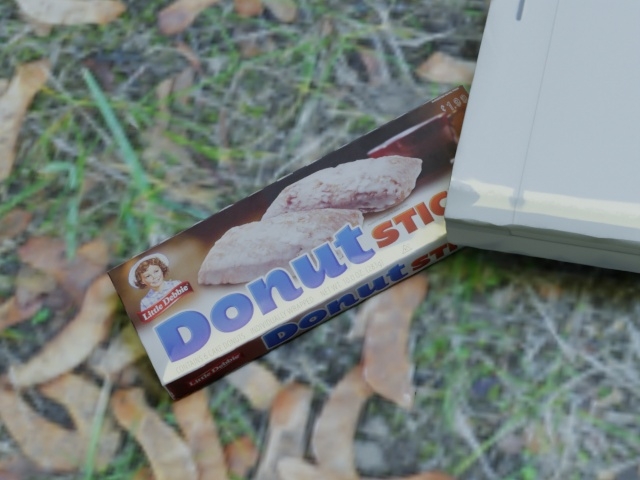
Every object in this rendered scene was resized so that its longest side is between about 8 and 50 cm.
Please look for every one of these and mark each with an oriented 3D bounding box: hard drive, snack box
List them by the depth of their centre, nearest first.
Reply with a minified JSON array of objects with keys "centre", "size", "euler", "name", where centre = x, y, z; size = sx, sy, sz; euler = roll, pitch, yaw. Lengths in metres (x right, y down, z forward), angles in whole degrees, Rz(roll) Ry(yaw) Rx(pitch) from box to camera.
[{"centre":[0.223,-0.070,0.801],"size":[0.308,0.040,0.203],"euler":[9,66,12],"name":"hard drive"},{"centre":[0.000,0.000,0.837],"size":[0.178,0.022,0.064],"euler":[-28,63,-3],"name":"snack box"}]
